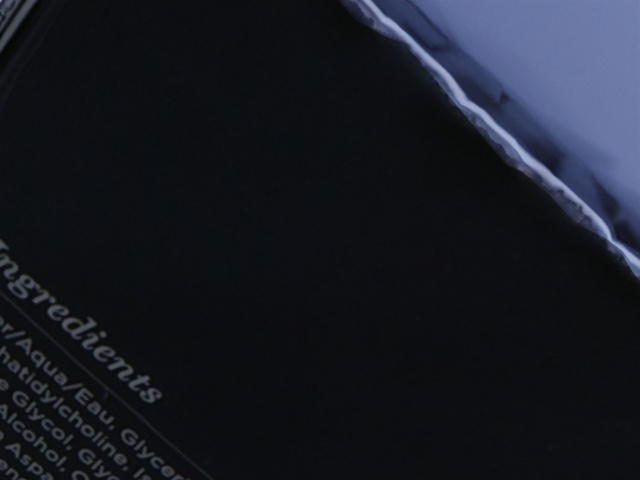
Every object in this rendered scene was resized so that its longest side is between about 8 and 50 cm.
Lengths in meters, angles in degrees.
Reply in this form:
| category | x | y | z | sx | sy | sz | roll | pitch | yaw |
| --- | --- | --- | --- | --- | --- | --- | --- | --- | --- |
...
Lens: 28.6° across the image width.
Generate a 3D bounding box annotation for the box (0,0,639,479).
| category | x | y | z | sx | sy | sz | roll | pitch | yaw |
| --- | --- | --- | --- | --- | --- | --- | --- | --- | --- |
| box | 0.000 | 0.000 | 0.637 | 0.297 | 0.480 | 0.472 | 41 | -54 | -5 |
